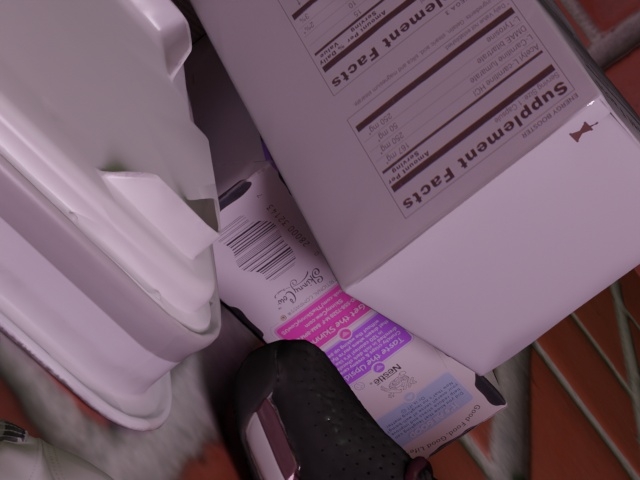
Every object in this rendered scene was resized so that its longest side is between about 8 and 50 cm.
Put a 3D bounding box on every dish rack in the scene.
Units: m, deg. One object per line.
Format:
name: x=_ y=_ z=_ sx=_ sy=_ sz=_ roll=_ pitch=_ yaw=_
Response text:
dish rack: x=-0.147 y=-0.108 z=0.608 sx=0.333 sy=0.072 sz=0.285 roll=47 pitch=15 yaw=-30

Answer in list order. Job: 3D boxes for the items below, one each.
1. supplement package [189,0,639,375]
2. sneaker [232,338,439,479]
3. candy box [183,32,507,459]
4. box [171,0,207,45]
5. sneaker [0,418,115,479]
supplement package: x=0.045 y=-0.083 z=0.744 sx=0.139 sy=0.134 sz=0.244 roll=34 pitch=23 yaw=-52
sneaker: x=0.096 y=0.130 z=0.637 sx=0.281 sy=0.162 sz=0.106 roll=57 pitch=14 yaw=9
candy box: x=0.000 y=0.000 z=0.827 sx=0.196 sy=0.070 sz=0.165 roll=45 pitch=16 yaw=-29
box: x=-0.095 y=-0.160 z=0.858 sx=0.102 sy=0.087 sz=0.101 roll=37 pitch=22 yaw=-52
sneaker: x=-0.096 y=0.088 z=0.307 sx=0.095 sy=0.090 sz=0.235 roll=43 pitch=9 yaw=6
